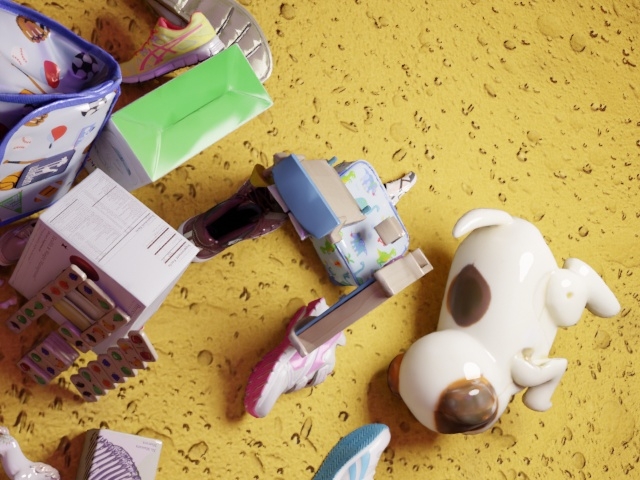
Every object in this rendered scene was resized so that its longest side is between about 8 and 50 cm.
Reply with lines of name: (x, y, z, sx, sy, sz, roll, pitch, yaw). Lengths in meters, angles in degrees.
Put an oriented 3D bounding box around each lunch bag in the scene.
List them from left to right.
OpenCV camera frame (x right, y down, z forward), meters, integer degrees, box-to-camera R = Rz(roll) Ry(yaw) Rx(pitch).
lunch bag: (-0.514, -0.179, 1.327, 0.386, 0.328, 0.238, 8, 56, -29)
lunch bag: (0.063, -0.032, 1.730, 0.176, 0.090, 0.219, -42, 114, -29)

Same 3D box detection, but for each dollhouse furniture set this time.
dollhouse furniture set: (0.000, 0.000, 1.588, 0.303, 0.198, 0.286, 56, 21, 5)

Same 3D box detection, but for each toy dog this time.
toy dog: (0.316, 0.181, 1.710, 0.408, 0.285, 0.395, -54, 137, -16)

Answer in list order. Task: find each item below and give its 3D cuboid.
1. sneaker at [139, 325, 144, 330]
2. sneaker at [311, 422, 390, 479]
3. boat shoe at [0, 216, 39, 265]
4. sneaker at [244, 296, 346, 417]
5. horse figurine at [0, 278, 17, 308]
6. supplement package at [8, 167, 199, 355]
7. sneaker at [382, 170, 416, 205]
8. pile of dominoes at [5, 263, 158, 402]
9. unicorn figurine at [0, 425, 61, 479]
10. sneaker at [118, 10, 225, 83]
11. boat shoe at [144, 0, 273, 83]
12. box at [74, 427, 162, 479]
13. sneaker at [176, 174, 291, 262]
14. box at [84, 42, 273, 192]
sneaker: (-0.298, 0.116, 1.559, 0.118, 0.042, 0.067, -28, 89, -22)
sneaker: (0.055, 0.431, 1.661, 0.092, 0.087, 0.228, 48, 70, -19)
boat shoe: (-0.465, -0.006, 1.467, 0.050, 0.045, 0.135, 60, 36, -17)
sneaker: (-0.035, 0.224, 1.640, 0.111, 0.103, 0.252, 44, 64, -11)
horse figurine: (-0.576, 0.039, 1.417, 0.175, 0.066, 0.263, -10, 82, -36)
supplement package: (-0.337, 0.041, 1.420, 0.203, 0.194, 0.149, 39, 45, -1)
sneaker: (0.152, -0.107, 1.842, 0.043, 0.040, 0.109, 48, 62, -9)
pile of dominoes: (-0.371, 0.161, 1.394, 0.196, 0.251, 0.040, 45, 43, -13)
unicorn figurine: (-0.470, 0.353, 1.408, 0.111, 0.060, 0.161, -29, 91, -34)
sneaker: (-0.276, -0.337, 1.597, 0.209, 0.081, 0.094, -19, 109, 10)
boat shoe: (-0.210, -0.400, 1.671, 0.302, 0.103, 0.113, 44, 78, -14)
box: (-0.339, 0.440, 1.441, 0.113, 0.094, 0.275, 16, 72, -24)
sneaker: (-0.112, -0.054, 1.622, 0.281, 0.162, 0.106, -36, 97, -28)
box: (-0.254, -0.196, 1.537, 0.262, 0.231, 0.126, -38, 102, -29)
